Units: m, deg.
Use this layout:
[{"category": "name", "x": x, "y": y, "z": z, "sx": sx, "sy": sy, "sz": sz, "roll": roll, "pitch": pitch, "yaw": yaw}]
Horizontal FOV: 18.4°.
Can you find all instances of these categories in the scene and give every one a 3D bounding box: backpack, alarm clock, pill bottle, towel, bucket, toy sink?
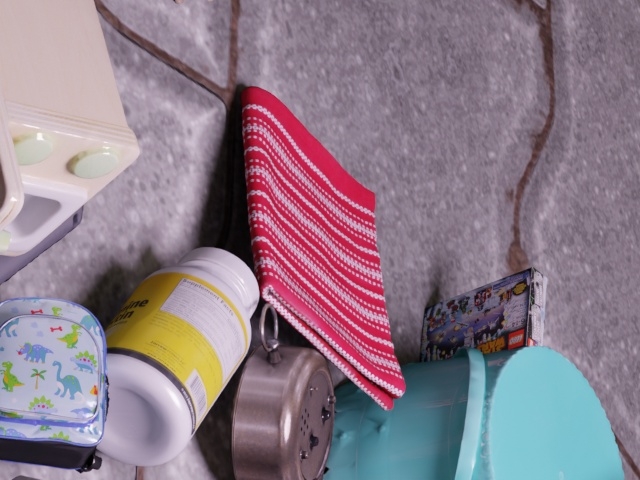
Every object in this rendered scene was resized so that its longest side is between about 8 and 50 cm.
[{"category": "backpack", "x": -0.201, "y": 0.096, "z": 1.415, "sx": 0.105, "sy": 0.084, "sz": 0.114, "roll": 8, "pitch": 57, "yaw": -16}, {"category": "alarm clock", "x": -0.030, "y": 0.136, "z": 1.633, "sx": 0.129, "sy": 0.064, "sz": 0.192, "roll": -62, "pitch": 148, "yaw": -53}, {"category": "pill bottle", "x": -0.116, "y": 0.085, "z": 1.549, "sx": 0.103, "sy": 0.103, "sz": 0.184, "roll": 59, "pitch": 35, "yaw": -19}, {"category": "towel", "x": 0.000, "y": 0.000, "z": 1.762, "sx": 0.199, "sy": 0.031, "sz": 0.275, "roll": 44, "pitch": 25, "yaw": -35}, {"category": "bucket", "x": 0.141, "y": 0.228, "z": 1.783, "sx": 0.281, "sy": 0.183, "sz": 0.281, "roll": 30, "pitch": 52, "yaw": -46}, {"category": "toy sink", "x": -0.226, "y": -0.076, "z": 1.363, "sx": 0.131, "sy": 0.153, "sz": 0.234, "roll": 11, "pitch": 51, "yaw": -44}]

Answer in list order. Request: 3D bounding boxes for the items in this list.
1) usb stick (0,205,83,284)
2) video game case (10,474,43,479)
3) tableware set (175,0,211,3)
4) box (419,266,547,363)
[{"category": "usb stick", "x": -0.259, "y": 0.008, "z": 1.429, "sx": 0.077, "sy": 0.045, "sz": 0.278, "roll": 63, "pitch": 34, "yaw": -12}, {"category": "video game case", "x": -0.189, "y": 0.334, "z": 0.989, "sx": 0.300, "sy": 0.036, "sz": 0.329, "roll": -46, "pitch": 135, "yaw": -41}, {"category": "tableware set", "x": -0.164, "y": -0.292, "z": 1.724, "sx": 0.194, "sy": 0.039, "sz": 0.128, "roll": 41, "pitch": 32, "yaw": -46}, {"category": "box", "x": 0.156, "y": 0.089, "z": 1.915, "sx": 0.027, "sy": 0.137, "sz": 0.094, "roll": 36, "pitch": 46, "yaw": -34}]
